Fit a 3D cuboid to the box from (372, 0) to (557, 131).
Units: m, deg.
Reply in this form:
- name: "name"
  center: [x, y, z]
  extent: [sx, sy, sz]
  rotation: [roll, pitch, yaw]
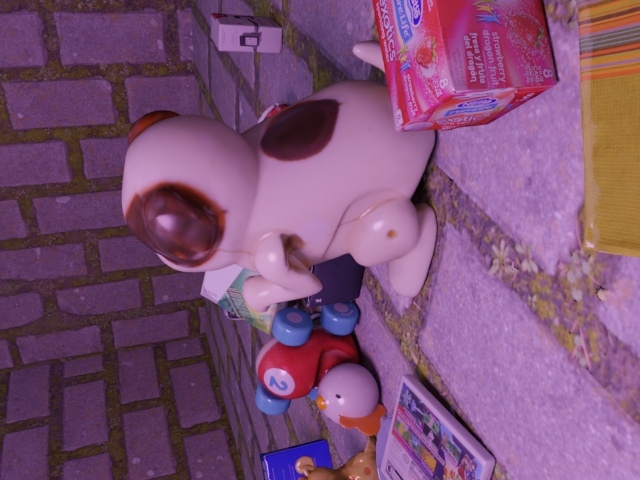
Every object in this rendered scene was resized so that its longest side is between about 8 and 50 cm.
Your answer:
- name: "box"
  center: [0.133, -0.254, 0.616]
  extent: [0.128, 0.122, 0.257]
  rotation: [156, 106, -72]

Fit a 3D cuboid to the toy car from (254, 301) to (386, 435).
- name: "toy car"
  center: [0.016, 0.268, 1.106]
  extent: [0.238, 0.210, 0.219]
  rotation: [45, 131, 42]

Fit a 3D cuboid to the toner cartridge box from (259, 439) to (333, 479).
- name: "toner cartridge box"
  center: [-0.034, 0.676, 1.446]
  extent: [0.075, 0.165, 0.348]
  rotation: [132, 128, -69]

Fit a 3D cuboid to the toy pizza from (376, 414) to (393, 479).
- name: "toy pizza"
  center: [0.148, 0.386, 0.977]
  extent: [0.201, 0.032, 0.201]
  rotation: [176, 90, -68]

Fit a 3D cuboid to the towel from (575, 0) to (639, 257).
- name: "towel"
  center: [0.251, -0.103, 0.488]
  extent: [0.102, 0.021, 0.237]
  rotation: [-161, 65, -71]

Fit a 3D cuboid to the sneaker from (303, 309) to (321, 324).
- name: "sneaker"
  center: [-0.041, 0.203, 1.394]
  extent: [0.226, 0.086, 0.163]
  rotation: [98, 153, -43]

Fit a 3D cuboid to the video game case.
- name: "video game case"
  center: [0.161, 0.326, 0.869]
  extent: [0.201, 0.023, 0.184]
  rotation: [-138, 52, -57]

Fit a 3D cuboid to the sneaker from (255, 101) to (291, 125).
- name: "sneaker"
  center: [-0.083, -0.191, 1.387]
  extent: [0.118, 0.107, 0.279]
  rotation: [46, 147, 32]

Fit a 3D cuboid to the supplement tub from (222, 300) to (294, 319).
- name: "supplement tub"
  center: [-0.179, 0.038, 1.576]
  extent: [0.193, 0.193, 0.316]
  rotation: [-178, 82, -72]

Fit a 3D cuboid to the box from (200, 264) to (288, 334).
- name: "box"
  center: [-0.156, 0.029, 1.410]
  extent: [0.232, 0.058, 0.322]
  rotation: [24, 110, 29]

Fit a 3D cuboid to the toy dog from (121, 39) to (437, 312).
- name: "toy dog"
  center: [-0.058, -0.065, 0.818]
  extent: [0.395, 0.407, 0.285]
  rotation: [109, 148, -55]

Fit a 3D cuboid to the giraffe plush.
- name: "giraffe plush"
  center: [0.039, 0.477, 1.130]
  extent: [0.181, 0.170, 0.210]
  rotation: [-120, 29, -50]

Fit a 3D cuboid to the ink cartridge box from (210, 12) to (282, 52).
- name: "ink cartridge box"
  center: [-0.175, -0.490, 1.414]
  extent: [0.109, 0.150, 0.063]
  rotation: [-122, 34, -51]

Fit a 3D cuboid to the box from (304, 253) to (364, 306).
- name: "box"
  center: [0.000, 0.000, 1.151]
  extent: [0.207, 0.108, 0.153]
  rotation: [-117, 27, -45]
